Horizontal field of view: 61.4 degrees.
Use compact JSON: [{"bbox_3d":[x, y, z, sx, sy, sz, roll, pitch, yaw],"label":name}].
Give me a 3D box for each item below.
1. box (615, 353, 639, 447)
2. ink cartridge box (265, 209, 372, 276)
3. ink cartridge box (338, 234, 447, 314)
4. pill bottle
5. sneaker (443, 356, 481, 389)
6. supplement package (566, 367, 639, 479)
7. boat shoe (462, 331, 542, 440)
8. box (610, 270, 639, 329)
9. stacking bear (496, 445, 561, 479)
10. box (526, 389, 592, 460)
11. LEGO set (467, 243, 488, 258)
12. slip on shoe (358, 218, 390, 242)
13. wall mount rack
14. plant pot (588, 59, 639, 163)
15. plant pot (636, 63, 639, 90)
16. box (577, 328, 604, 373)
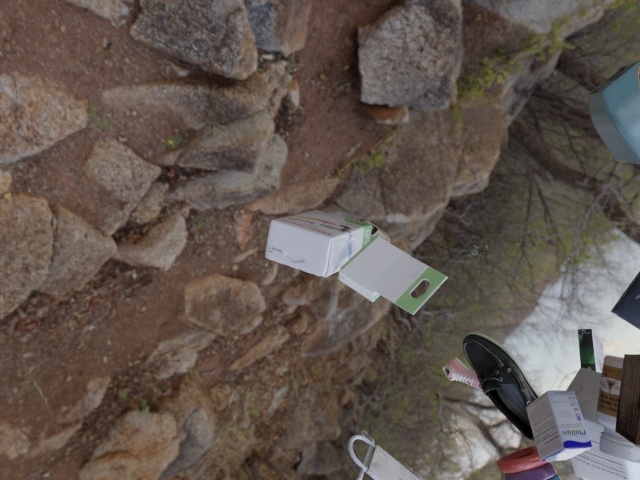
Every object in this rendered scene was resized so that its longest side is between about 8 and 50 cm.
[{"bbox_3d":[0.668,0.309,1.003,0.203,0.169,0.166,33,67,-68],"label":"box"},{"bbox_3d":[0.000,0.000,1.573,0.278,0.202,0.117,-19,122,-61],"label":"ink cartridge box"},{"bbox_3d":[0.190,0.099,1.431,0.171,0.235,0.056,-40,151,-33],"label":"ink cartridge box"},{"bbox_3d":[0.737,0.400,1.288,0.131,0.131,0.229,17,81,-57],"label":"pill bottle"},{"bbox_3d":[0.437,0.423,1.667,0.070,0.134,0.050,-21,132,-30],"label":"sneaker"},{"bbox_3d":[0.811,0.541,1.520,0.177,0.175,0.292,-41,119,-29],"label":"supplement package"},{"bbox_3d":[0.514,0.416,1.530,0.113,0.340,0.127,-24,163,-40],"label":"boat shoe"},{"bbox_3d":[0.954,0.187,1.468,0.183,0.233,0.059,-56,156,5],"label":"box"},{"bbox_3d":[0.617,0.735,1.485,0.165,0.288,0.175,-13,161,-16],"label":"stacking bear"},{"bbox_3d":[0.572,0.448,1.302,0.072,0.137,0.126,1,146,-6],"label":"box"},{"bbox_3d":[0.572,0.038,1.970,0.083,0.023,0.054,-4,109,-9],"label":"LEGO set"},{"bbox_3d":[0.187,-0.027,1.850,0.051,0.135,0.041,-52,-166,-10],"label":"slip on shoe"},{"bbox_3d":[0.213,0.750,1.742,0.130,0.350,0.304,-51,178,28],"label":"wall mount rack"},{"bbox_3d":[1.004,-0.422,1.707,0.248,0.252,0.247,-41,-178,15],"label":"plant pot"},{"bbox_3d":[0.853,-0.352,1.117,0.254,0.237,0.237,-34,153,11],"label":"plant pot"},{"bbox_3d":[1.014,0.512,1.995,0.059,0.321,0.232,-11,151,33],"label":"box"}]
